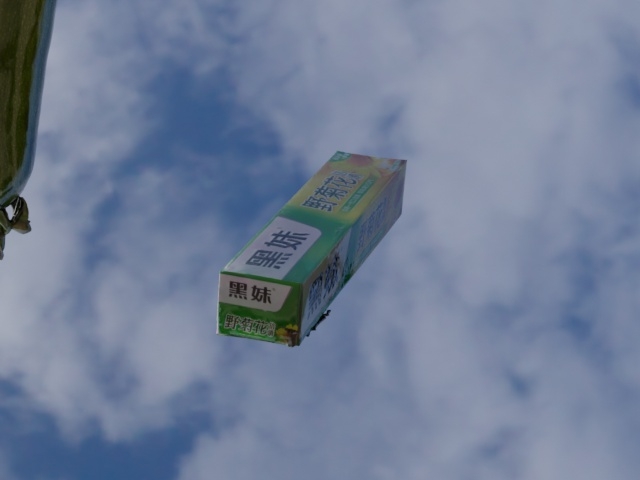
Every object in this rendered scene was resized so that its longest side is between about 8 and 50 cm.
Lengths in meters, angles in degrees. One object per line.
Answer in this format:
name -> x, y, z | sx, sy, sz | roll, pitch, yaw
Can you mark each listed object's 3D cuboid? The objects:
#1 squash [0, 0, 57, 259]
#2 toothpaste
squash -> -0.186, -0.145, 0.961 | 0.071, 0.080, 0.318 | 13, -82, 9
toothpaste -> 0.000, 0.000, 0.825 | 0.178, 0.043, 0.037 | -48, -33, -61
